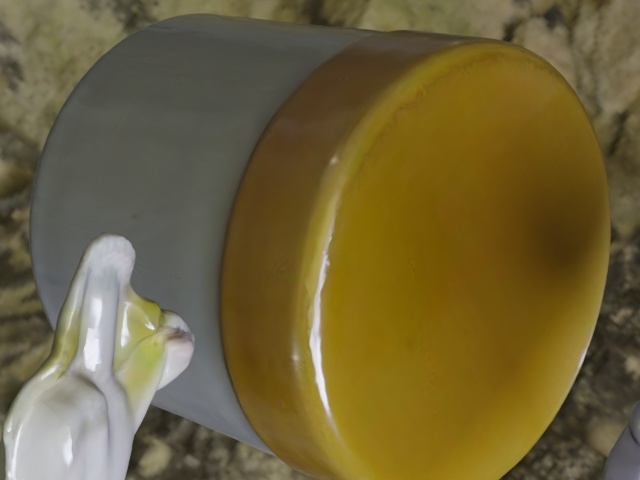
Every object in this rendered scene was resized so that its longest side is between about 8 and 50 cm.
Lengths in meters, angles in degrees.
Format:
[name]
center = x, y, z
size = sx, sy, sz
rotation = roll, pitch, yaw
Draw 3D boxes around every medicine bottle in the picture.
[medicine bottle]
center = 0.000, 0.000, 0.797
size = 0.232, 0.238, 0.238
rotation = 15, -110, 44

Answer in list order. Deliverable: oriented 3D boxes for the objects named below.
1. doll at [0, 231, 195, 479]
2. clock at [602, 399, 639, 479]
[doll]
center = -0.157, 0.192, 0.473
size = 0.161, 0.348, 0.423
rotation = 23, -147, 33
[clock]
center = 0.332, 0.188, 0.949
size = 0.189, 0.189, 0.254
rotation = -51, -124, 4
